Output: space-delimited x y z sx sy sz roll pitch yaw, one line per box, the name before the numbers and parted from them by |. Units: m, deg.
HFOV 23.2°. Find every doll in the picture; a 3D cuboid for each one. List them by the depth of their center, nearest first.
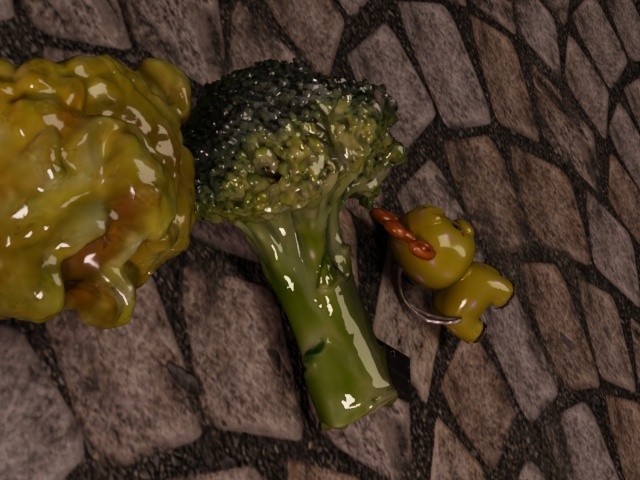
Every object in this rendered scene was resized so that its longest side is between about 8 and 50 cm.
doll | 0.148 0.028 2.032 0.221 0.135 0.143 38 7 -32

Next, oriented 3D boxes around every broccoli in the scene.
broccoli | -0.029 -0.010 1.707 0.353 0.275 0.397 18 73 -32

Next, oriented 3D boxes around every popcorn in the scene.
popcorn | -0.212 -0.048 1.370 0.250 0.235 0.241 -9 101 -41

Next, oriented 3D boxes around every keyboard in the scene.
keyboard | 0.051 0.135 1.886 0.202 0.011 0.067 33 45 -45
